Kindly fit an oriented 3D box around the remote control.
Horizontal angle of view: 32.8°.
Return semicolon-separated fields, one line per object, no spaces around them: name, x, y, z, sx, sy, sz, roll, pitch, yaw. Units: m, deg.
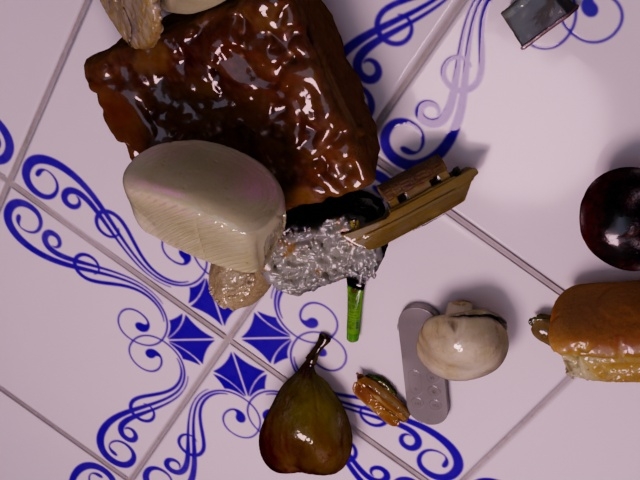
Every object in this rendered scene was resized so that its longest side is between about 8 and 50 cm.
remote control;0.178;0.214;1.871;0.077;0.022;0.245;3;120;20

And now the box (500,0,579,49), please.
box;0.297;-0.313;1.485;0.084;0.060;0.063;-34;94;35

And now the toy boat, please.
toy boat;0.131;-0.060;1.644;0.226;0.068;0.088;-27;95;0

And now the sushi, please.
sushi;0.000;0.000;1.757;0.225;0.126;0.136;-10;114;26

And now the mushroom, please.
mushroom;0.229;0.159;1.764;0.154;0.123;0.154;-2;152;-1

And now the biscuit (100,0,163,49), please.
biscuit;-0.276;-0.363;1.505;0.220;0.033;0.220;45;150;36

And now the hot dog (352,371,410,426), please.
hot dog;0.110;0.279;1.932;0.133;0.041;0.056;43;127;-14

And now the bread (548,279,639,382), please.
bread;0.463;0.133;1.606;0.245;0.174;0.121;0;115;23

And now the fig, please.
fig;-0.019;0.298;1.948;0.170;0.145;0.274;10;105;11

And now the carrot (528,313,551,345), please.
carrot;0.450;0.174;1.722;0.254;0.049;0.049;20;125;6

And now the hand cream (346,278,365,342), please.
hand cream;0.058;0.119;1.864;0.036;0.023;0.122;18;124;26

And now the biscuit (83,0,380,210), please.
biscuit;-0.124;-0.203;1.661;0.395;0.166;0.343;-12;118;29

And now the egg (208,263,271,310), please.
egg;-0.136;0.051;1.851;0.118;0.116;0.140;31;101;30

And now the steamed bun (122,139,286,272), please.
steamed bun;-0.157;-0.064;1.577;0.238;0.153;0.170;24;152;14

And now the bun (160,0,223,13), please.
bun;-0.179;-0.502;1.473;0.364;0.202;0.364;38;141;38

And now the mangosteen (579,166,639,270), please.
mangosteen;0.436;-0.031;1.550;0.152;0.152;0.153;11;122;17
